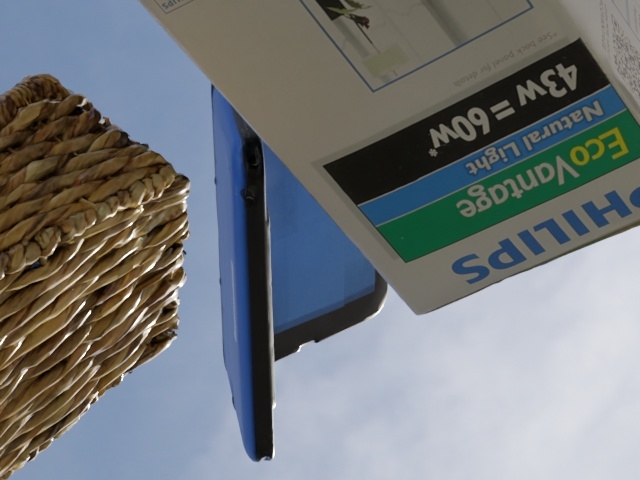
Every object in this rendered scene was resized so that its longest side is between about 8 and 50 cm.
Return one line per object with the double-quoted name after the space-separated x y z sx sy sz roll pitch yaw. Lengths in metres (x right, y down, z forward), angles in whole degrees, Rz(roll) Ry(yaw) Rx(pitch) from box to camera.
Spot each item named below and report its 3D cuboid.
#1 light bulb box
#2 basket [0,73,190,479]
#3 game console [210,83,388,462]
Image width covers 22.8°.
0.070 -0.210 1.117 0.361 0.225 0.358 48 -150 -32 "light bulb box"
-0.249 0.019 0.897 0.223 0.213 0.299 38 -122 20 "basket"
0.000 0.000 1.352 0.173 0.250 0.293 -6 -63 -8 "game console"
